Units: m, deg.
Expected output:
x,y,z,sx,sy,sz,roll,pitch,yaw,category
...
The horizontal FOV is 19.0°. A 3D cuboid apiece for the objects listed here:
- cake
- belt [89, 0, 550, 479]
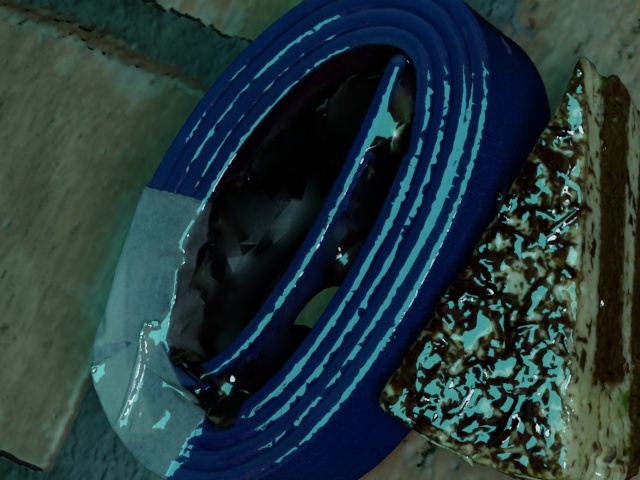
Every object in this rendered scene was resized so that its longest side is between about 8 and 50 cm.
x,y,z,sx,sy,sz,roll,pitch,yaw,category
0.158,0.034,1.122,0.135,0.112,0.246,31,91,27,cake
0.000,0.000,1.209,0.212,0.117,0.347,33,95,29,belt
